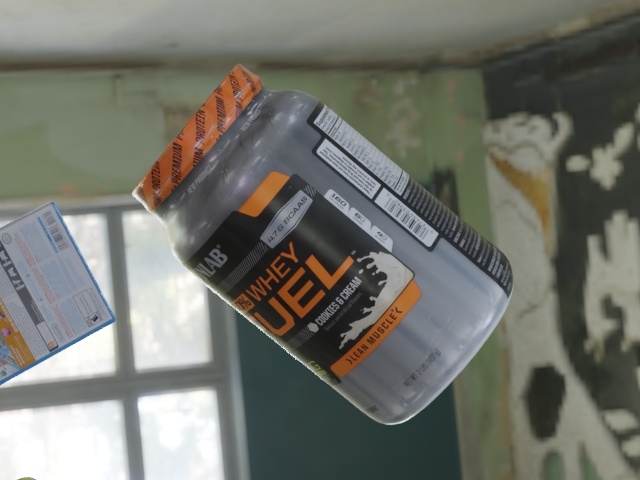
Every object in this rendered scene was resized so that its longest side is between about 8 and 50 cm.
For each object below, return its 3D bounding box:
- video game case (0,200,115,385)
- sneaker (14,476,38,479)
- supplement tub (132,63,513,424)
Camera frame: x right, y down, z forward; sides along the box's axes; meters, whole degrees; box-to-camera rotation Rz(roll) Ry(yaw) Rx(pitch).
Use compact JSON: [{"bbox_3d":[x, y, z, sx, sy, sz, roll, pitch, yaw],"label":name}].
[{"bbox_3d":[-0.272,0.057,1.206,0.166,0.119,0.015,-29,-161,-13],"label":"video game case"},{"bbox_3d":[-0.295,0.408,1.626,0.123,0.296,0.109,4,-152,20],"label":"sneaker"},{"bbox_3d":[0.000,0.000,1.279,0.316,0.193,0.193,39,172,-6],"label":"supplement tub"}]
